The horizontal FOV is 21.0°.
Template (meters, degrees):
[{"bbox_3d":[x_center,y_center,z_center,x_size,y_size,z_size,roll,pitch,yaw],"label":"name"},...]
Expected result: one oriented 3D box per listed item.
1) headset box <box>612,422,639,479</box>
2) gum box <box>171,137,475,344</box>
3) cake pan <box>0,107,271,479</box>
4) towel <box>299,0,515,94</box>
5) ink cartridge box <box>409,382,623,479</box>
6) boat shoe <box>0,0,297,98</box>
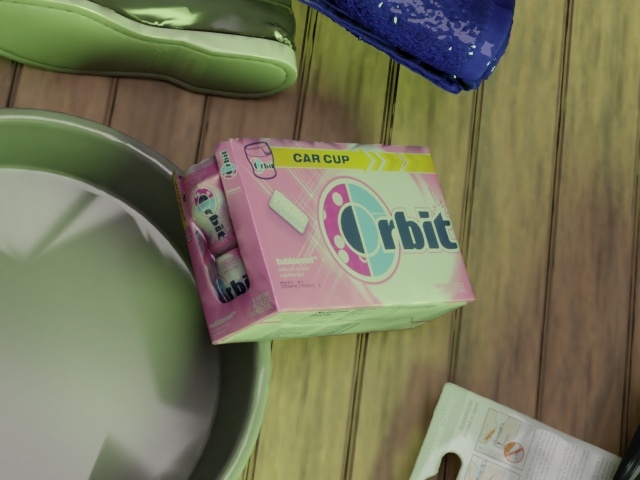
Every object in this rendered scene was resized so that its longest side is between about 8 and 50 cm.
[{"bbox_3d":[0.281,0.234,1.035,0.246,0.131,0.283,42,63,-17],"label":"headset box"},{"bbox_3d":[0.000,0.000,1.056,0.188,0.062,0.107,-1,70,-46],"label":"gum box"},{"bbox_3d":[-0.176,0.066,1.021,0.293,0.054,0.293,6,69,-16],"label":"cake pan"},{"bbox_3d":[-0.008,-0.223,1.142,0.308,0.076,0.228,30,34,-6],"label":"towel"},{"bbox_3d":[0.132,0.191,1.089,0.179,0.045,0.145,23,67,-1],"label":"ink cartridge box"},{"bbox_3d":[-0.124,-0.147,1.103,0.227,0.081,0.069,10,66,-22],"label":"boat shoe"}]
